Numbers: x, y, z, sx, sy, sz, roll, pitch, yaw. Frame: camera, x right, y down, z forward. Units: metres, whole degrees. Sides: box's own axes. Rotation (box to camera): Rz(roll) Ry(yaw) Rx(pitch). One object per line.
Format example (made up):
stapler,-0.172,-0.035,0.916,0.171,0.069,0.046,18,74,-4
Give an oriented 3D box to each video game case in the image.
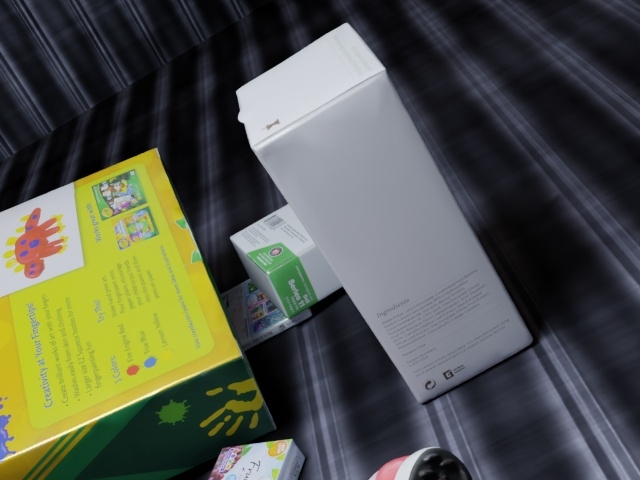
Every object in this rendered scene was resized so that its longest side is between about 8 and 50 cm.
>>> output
video game case,-0.086,0.095,1.327,0.143,0.019,0.157,-28,28,6

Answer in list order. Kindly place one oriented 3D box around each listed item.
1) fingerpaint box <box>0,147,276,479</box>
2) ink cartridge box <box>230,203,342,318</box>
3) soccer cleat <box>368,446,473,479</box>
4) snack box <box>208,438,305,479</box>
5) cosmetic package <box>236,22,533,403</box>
fingerpaint box,-0.309,0.122,1.192,0.371,0.163,0.445,-24,43,-7
ink cartridge box,0.000,0.000,1.296,0.208,0.087,0.153,-31,29,-12
soccer cleat,0.038,0.322,0.779,0.116,0.108,0.318,-32,22,47
snack box,-0.084,0.286,1.001,0.100,0.037,0.141,-13,33,29
cosmetic package,0.068,-0.027,1.002,0.155,0.365,0.197,-29,29,5
